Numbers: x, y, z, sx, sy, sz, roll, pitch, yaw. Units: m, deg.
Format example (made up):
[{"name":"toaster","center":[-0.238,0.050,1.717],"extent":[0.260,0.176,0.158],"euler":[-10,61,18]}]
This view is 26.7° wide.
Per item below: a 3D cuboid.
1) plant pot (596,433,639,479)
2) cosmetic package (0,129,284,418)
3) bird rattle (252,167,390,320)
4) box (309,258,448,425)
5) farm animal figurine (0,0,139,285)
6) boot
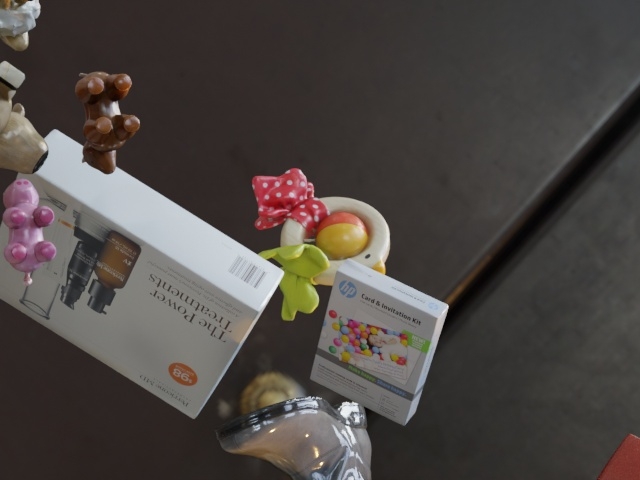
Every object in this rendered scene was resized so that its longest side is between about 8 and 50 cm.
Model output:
[{"name":"plant pot","center":[0.357,0.396,1.307],"extent":[0.236,0.267,0.267],"euler":[-42,-150,-13]},{"name":"cosmetic package","center":[-0.274,0.055,1.907],"extent":[0.097,0.377,0.284],"euler":[-58,179,-43]},{"name":"bird rattle","center":[0.000,0.000,2.026],"extent":[0.253,0.207,0.143],"euler":[-91,-178,-52]},{"name":"box","center":[0.073,0.132,1.730],"extent":[0.038,0.145,0.186],"euler":[-43,154,-52]},{"name":"farm animal figurine","center":[-0.384,-0.115,1.476],"extent":[0.330,0.326,0.172],"euler":[-41,-167,-21]},{"name":"boot","center":[-0.005,0.341,1.896],"extent":[0.118,0.222,0.338],"euler":[-24,161,31]}]
